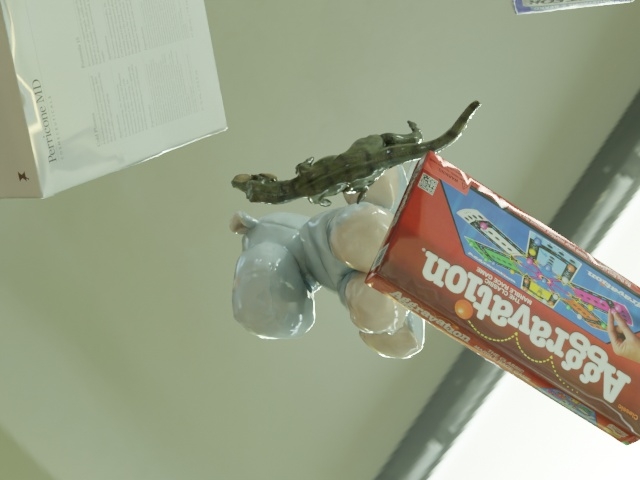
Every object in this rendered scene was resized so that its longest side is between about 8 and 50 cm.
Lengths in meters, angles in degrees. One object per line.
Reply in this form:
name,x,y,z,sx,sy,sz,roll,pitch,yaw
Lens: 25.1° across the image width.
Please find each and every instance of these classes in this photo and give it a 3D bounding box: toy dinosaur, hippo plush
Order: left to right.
hippo plush,0.000,0.000,1.724,0.237,0.294,0.234,-4,-44,18
toy dinosaur,0.049,-0.079,1.431,0.268,0.118,0.064,-20,-94,19

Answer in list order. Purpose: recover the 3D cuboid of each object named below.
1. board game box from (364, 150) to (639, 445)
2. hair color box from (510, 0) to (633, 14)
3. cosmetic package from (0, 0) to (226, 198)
board game box,0.184,0.051,1.275,0.281,0.145,0.027,32,-33,-11
hair color box,0.168,-0.311,1.031,0.110,0.339,0.185,-4,-103,10
cosmetic package,-0.249,-0.259,1.463,0.097,0.284,0.377,1,-73,35
